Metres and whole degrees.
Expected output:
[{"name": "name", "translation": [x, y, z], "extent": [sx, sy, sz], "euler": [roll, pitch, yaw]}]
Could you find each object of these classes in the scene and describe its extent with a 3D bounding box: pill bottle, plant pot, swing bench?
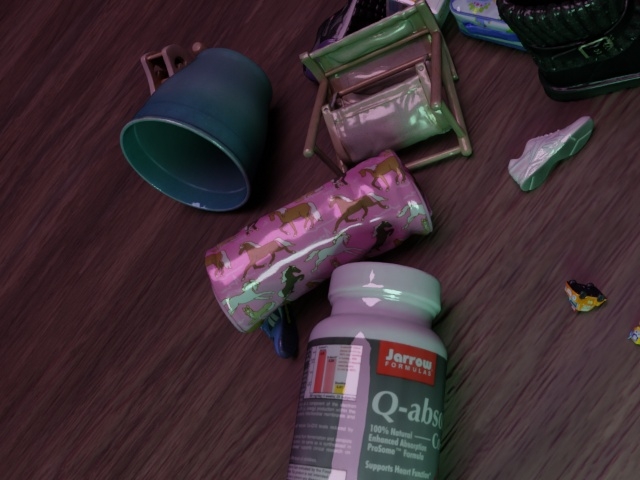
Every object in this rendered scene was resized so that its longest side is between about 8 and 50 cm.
[{"name": "pill bottle", "translation": [0.074, 0.228, 0.958], "extent": [0.210, 0.210, 0.363], "euler": [-3, 67, 30]}, {"name": "plant pot", "translation": [-0.222, -0.240, 1.340], "extent": [0.271, 0.272, 0.255], "euler": [1, 54, 32]}, {"name": "swing bench", "translation": [0.112, -0.253, 1.190], "extent": [0.253, 0.165, 0.255], "euler": [-17, 56, 25]}]

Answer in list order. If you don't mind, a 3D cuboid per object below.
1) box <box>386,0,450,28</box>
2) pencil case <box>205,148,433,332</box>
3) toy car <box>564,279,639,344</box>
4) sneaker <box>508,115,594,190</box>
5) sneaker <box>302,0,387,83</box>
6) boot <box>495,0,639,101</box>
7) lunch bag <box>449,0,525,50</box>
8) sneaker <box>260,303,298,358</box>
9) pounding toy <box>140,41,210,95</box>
[{"name": "box", "translation": [0.211, -0.499, 1.251], "extent": [0.103, 0.114, 0.203], "euler": [24, 82, 11]}, {"name": "pencil case", "translation": [0.000, 0.000, 1.100], "extent": [0.386, 0.167, 0.160], "euler": [-30, 85, 4]}, {"name": "toy car", "translation": [0.392, 0.104, 0.919], "extent": [0.122, 0.060, 0.040], "euler": [51, 130, 43]}, {"name": "sneaker", "translation": [0.364, -0.150, 1.052], "extent": [0.152, 0.053, 0.061], "euler": [-41, 51, 10]}, {"name": "sneaker", "translation": [0.053, -0.451, 1.355], "extent": [0.124, 0.107, 0.283], "euler": [26, 83, 43]}, {"name": "boot", "translation": [0.453, -0.338, 0.952], "extent": [0.348, 0.260, 0.131], "euler": [-18, 60, 24]}, {"name": "lunch bag", "translation": [0.351, -0.429, 1.165], "extent": [0.219, 0.090, 0.176], "euler": [28, 83, 37]}, {"name": "sneaker", "translation": [-0.080, 0.153, 1.189], "extent": [0.059, 0.053, 0.144], "euler": [-28, 48, 18]}, {"name": "pounding toy", "translation": [-0.307, -0.360, 1.499], "extent": [0.155, 0.154, 0.269], "euler": [-8, 65, 29]}]
